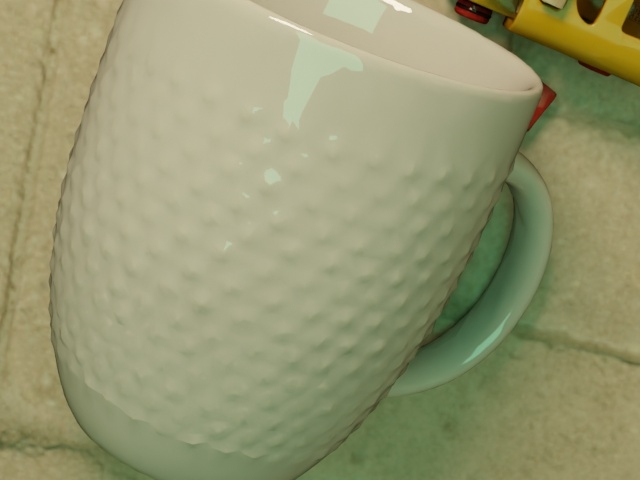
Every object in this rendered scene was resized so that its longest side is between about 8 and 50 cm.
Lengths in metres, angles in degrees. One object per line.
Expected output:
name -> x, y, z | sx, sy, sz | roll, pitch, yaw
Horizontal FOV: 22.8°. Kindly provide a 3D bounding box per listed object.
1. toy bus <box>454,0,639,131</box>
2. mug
toy bus -> 0.169, -0.181, 1.113 | 0.202, 0.104, 0.191 | -23, 101, 6
mug -> 0.000, 0.000, 1.096 | 0.374, 0.276, 0.328 | 11, 111, -32
